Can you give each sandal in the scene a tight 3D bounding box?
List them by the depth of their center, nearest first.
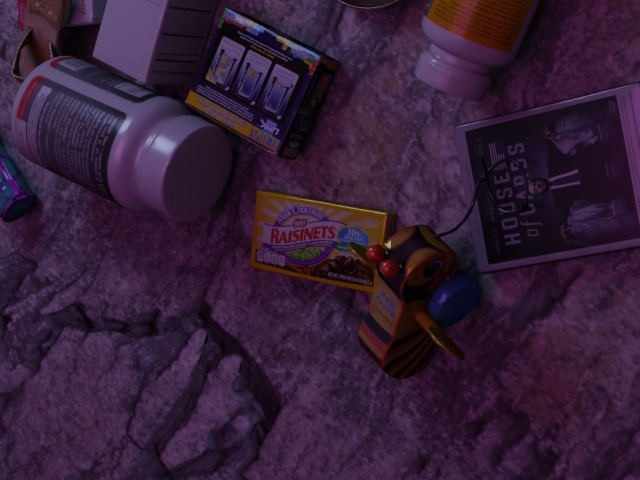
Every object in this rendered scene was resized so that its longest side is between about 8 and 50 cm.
[{"bbox_3d":[-0.407,-0.259,1.891,0.088,0.079,0.240,29,134,15],"label":"sandal"}]

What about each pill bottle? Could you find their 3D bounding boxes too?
[{"bbox_3d":[0.184,-0.268,1.509,0.117,0.117,0.208,33,112,28],"label":"pill bottle"},{"bbox_3d":[-0.269,-0.134,1.811,0.283,0.161,0.161,25,108,31],"label":"pill bottle"}]

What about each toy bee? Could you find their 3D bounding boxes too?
[{"bbox_3d":[0.099,0.038,1.549,0.195,0.162,0.298,25,113,44],"label":"toy bee"}]

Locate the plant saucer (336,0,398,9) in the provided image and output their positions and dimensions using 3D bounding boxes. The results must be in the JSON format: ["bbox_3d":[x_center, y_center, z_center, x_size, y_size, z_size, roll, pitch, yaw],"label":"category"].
[{"bbox_3d":[0.069,-0.380,1.629,0.198,0.036,0.199,4,97,34],"label":"plant saucer"}]

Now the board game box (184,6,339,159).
[{"bbox_3d":[-0.077,-0.203,1.731,0.170,0.048,0.141,32,104,29],"label":"board game box"}]

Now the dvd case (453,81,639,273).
[{"bbox_3d":[0.272,-0.067,1.520,0.238,0.029,0.179,-12,87,35],"label":"dvd case"}]

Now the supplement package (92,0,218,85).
[{"bbox_3d":[-0.214,-0.308,1.790,0.105,0.105,0.179,29,109,29],"label":"supplement package"}]

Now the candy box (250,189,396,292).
[{"bbox_3d":[0.000,0.000,1.717,0.205,0.027,0.105,10,97,34],"label":"candy box"}]

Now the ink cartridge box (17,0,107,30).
[{"bbox_3d":[-0.360,-0.359,1.914,0.150,0.063,0.109,2,96,34],"label":"ink cartridge box"}]

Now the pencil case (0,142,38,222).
[{"bbox_3d":[-0.489,-0.103,2.026,0.152,0.064,0.070,54,145,18],"label":"pencil case"}]
